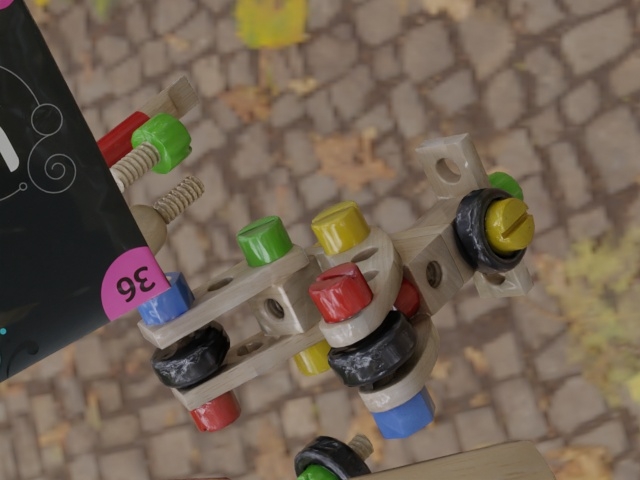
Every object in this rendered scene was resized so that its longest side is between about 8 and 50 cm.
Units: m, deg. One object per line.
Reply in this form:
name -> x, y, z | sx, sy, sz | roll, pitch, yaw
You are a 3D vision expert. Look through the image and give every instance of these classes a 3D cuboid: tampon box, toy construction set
tampon box -> -0.164, -0.025, 0.882 | 0.161, 0.120, 0.101 | 63, 168, -15
toy construction set -> 0.000, 0.000, 1.342 | 0.309, 0.237, 0.257 | 46, 147, 1

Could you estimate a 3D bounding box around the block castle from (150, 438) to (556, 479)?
block castle -> 0.043, 0.287, 0.509 | 0.303, 0.213, 0.453 | -175, 75, -67
